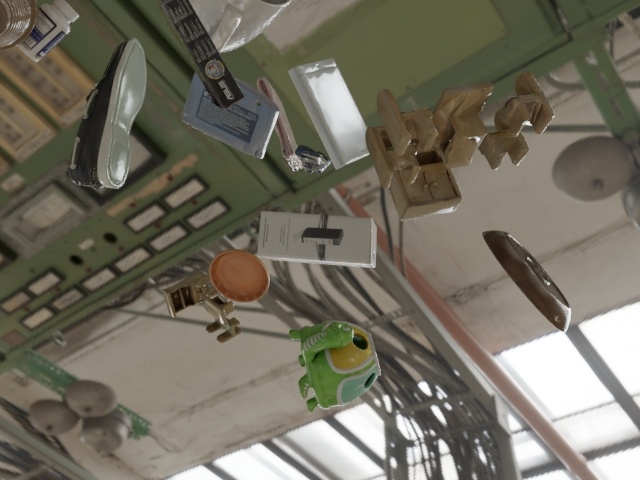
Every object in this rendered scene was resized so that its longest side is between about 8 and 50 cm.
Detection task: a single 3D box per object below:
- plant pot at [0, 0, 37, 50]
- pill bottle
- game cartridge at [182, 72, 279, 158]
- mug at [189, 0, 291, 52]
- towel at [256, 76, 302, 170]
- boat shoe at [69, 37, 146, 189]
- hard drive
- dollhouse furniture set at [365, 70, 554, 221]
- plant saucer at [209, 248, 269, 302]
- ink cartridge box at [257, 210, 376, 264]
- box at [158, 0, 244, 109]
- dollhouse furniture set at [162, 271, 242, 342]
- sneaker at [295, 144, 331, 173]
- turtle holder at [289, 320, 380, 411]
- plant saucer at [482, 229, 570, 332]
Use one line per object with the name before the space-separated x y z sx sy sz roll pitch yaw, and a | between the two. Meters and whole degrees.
plant pot | -0.802 -0.555 1.663 0.237 0.237 0.110 -38 -141 10
pill bottle | -0.718 -0.558 1.829 0.169 0.094 0.094 -43 -152 -1
game cartridge | -0.280 -0.405 2.193 0.198 0.297 0.062 -66 170 20
mug | -0.283 -0.688 2.082 0.328 0.276 0.374 -31 -141 44
towel | -0.150 -0.435 2.659 0.053 0.317 0.332 -20 175 3
boat shoe | -0.398 -0.243 1.302 0.091 0.114 0.303 3 -112 12
hard drive | 0.048 -0.428 2.330 0.047 0.353 0.233 -23 -175 40
dollhouse furniture set | 0.274 -0.263 1.669 0.362 0.394 0.257 -11 -115 -16
plant saucer | -0.257 0.109 2.238 0.200 0.200 0.037 -27 -159 26
ink cartridge box | 0.000 0.000 1.724 0.272 0.197 0.114 5 -94 8
box | -0.282 -0.442 1.635 0.060 0.270 0.216 -32 -161 -4
dollhouse furniture set | -0.418 0.230 2.451 0.161 0.212 0.242 -28 -142 -29
sneaker | -0.024 -0.198 1.769 0.052 0.135 0.058 44 -74 31
turtle holder | 0.040 0.320 1.971 0.227 0.320 0.243 -14 -151 1
plant saucer | 0.514 0.085 1.709 0.050 0.310 0.311 -42 -152 18
